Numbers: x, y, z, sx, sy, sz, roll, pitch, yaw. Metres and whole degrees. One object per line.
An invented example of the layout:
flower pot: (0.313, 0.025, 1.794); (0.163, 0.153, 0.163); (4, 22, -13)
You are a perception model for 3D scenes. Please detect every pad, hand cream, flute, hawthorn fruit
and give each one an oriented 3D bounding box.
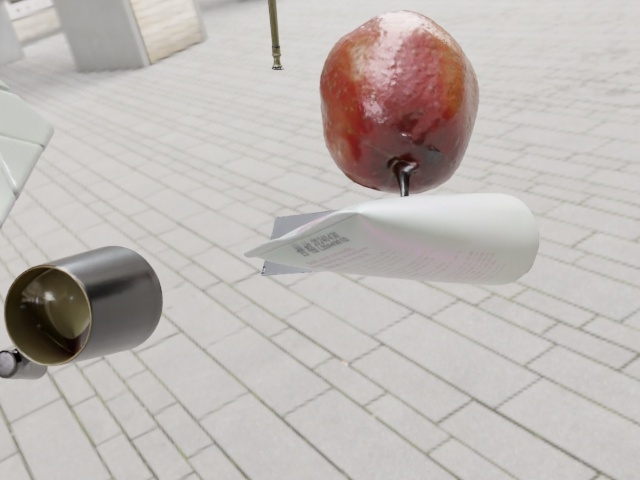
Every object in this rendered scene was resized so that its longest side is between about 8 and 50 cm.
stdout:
pad: (0.000, 0.000, 1.593); (0.243, 0.004, 0.163); (-6, 50, 23)
hand cream: (0.105, -0.005, 0.900); (0.359, 0.118, 0.185); (2, -13, -38)
flute: (-0.093, -0.451, 1.511); (0.027, 0.233, 0.027); (-4, 19, 1)
hawthorn fruit: (0.133, -0.206, 1.322); (0.285, 0.284, 0.369); (-7, 52, 17)

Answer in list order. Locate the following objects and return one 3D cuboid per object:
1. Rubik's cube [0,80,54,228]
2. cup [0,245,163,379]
Rubik's cube: (-0.606, -0.100, 1.036); (0.316, 0.322, 0.318); (-36, 28, 17)
cup: (-0.356, 0.130, 1.132); (0.166, 0.239, 0.177); (24, 10, 13)
